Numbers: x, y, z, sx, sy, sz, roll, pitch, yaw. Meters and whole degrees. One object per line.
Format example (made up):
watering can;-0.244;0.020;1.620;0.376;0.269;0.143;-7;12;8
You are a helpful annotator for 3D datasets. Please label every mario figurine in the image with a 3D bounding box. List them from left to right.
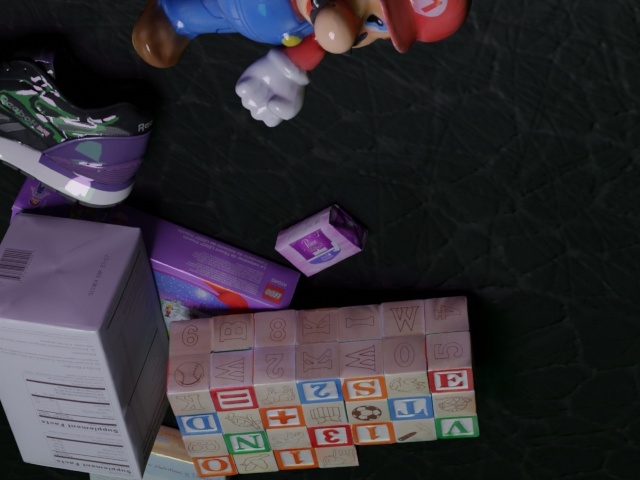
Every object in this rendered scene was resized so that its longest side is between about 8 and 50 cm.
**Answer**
mario figurine;-0.034;-0.188;1.363;0.320;0.170;0.198;2;173;32

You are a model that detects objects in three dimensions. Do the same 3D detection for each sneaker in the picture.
sneaker;-0.288;-0.144;1.604;0.283;0.107;0.124;21;126;-7

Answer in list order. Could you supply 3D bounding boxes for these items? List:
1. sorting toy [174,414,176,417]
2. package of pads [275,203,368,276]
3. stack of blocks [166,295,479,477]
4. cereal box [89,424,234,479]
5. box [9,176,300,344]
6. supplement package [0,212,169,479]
sorting toy;-0.116;0.188;1.927;0.102;0.061;0.042;14;147;45
package of pads;0.000;0.000;1.682;0.050;0.032;0.083;39;137;-24
stack of blocks;0.008;0.150;1.747;0.297;0.087;0.171;-5;143;6
cereal box;-0.191;0.305;2.103;0.173;0.047;0.240;14;140;7
box;-0.185;0.056;1.804;0.293;0.057;0.201;22;141;-2
supplement package;-0.239;0.109;1.731;0.134;0.139;0.244;7;138;13
